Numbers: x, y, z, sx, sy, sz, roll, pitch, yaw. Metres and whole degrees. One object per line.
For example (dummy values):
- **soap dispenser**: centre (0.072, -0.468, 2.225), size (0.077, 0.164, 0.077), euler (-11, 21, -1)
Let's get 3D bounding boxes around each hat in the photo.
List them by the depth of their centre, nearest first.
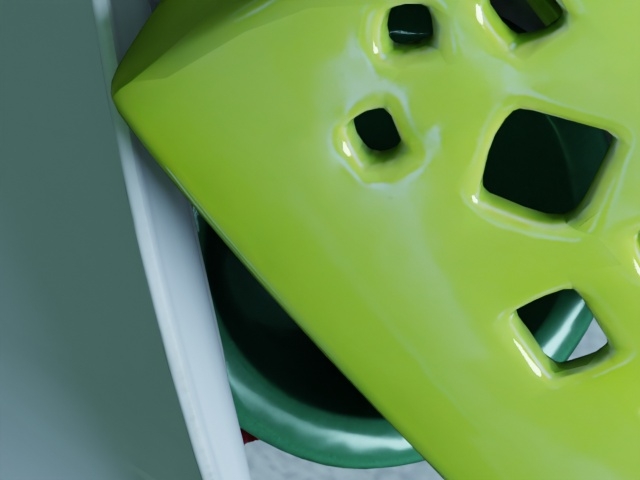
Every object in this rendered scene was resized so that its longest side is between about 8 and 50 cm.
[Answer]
- **hat**: centre (0.000, 0.000, 0.624), size (0.208, 0.183, 0.173), euler (-37, 99, -7)

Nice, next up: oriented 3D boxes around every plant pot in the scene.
- **plant pot**: centre (0.119, -0.063, 0.408), size (0.207, 0.228, 0.227), euler (-28, 114, 37)

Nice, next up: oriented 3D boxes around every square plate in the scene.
- **square plate**: centre (-0.151, -0.050, 0.529), size (0.344, 0.049, 0.347), euler (22, 134, 39)
